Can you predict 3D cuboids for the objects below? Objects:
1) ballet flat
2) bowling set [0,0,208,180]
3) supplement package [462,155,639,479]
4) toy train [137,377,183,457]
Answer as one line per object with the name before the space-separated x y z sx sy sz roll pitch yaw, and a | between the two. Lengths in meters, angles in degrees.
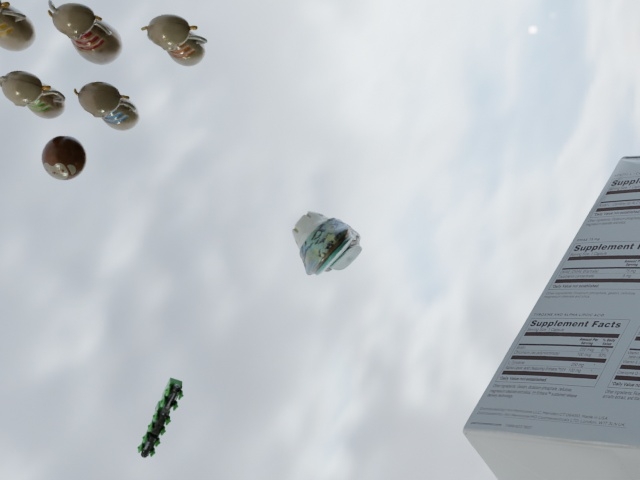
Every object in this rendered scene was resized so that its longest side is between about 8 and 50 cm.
ballet flat | 0.000 0.000 1.640 0.188 0.070 0.070 44 -129 -84
bowling set | -0.278 -0.175 1.829 0.154 0.286 0.200 44 -130 -78
supplement package | 0.216 0.088 0.841 0.203 0.149 0.194 -55 -55 -30
toy train | -0.143 0.158 1.420 0.024 0.017 0.083 -99 33 -60
